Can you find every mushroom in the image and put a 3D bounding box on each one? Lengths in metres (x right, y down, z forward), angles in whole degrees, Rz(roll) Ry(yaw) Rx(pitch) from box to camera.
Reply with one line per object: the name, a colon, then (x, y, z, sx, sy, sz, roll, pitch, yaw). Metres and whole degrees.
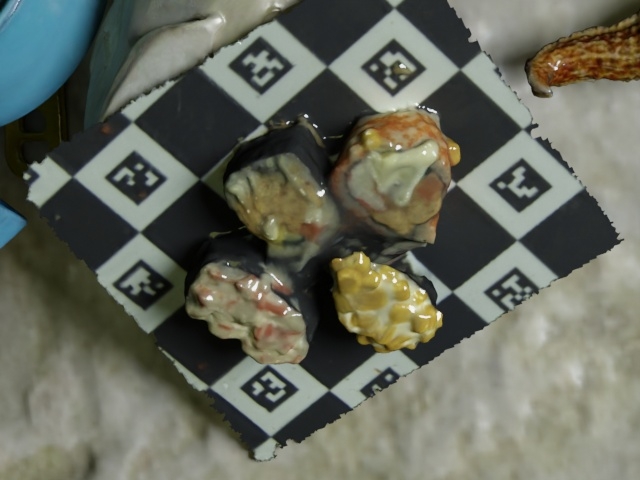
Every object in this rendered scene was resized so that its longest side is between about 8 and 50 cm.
mushroom: (-0.026, -0.113, 0.883, 0.247, 0.096, 0.108, -54, 55, 15)

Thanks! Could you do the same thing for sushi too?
sushi: (0.000, 0.000, 0.867, 0.210, 0.040, 0.192, -31, 115, 19)

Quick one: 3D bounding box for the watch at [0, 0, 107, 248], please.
watch: (-0.184, -0.115, 0.897, 0.211, 0.211, 0.193, 31, 90, 15)

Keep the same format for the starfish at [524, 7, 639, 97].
starfish: (0.195, -0.101, 0.822, 0.238, 0.057, 0.213, 19, 103, 16)

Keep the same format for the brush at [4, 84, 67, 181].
brush: (-0.140, -0.136, 0.966, 0.083, 0.010, 0.218, 0, 98, 20)
